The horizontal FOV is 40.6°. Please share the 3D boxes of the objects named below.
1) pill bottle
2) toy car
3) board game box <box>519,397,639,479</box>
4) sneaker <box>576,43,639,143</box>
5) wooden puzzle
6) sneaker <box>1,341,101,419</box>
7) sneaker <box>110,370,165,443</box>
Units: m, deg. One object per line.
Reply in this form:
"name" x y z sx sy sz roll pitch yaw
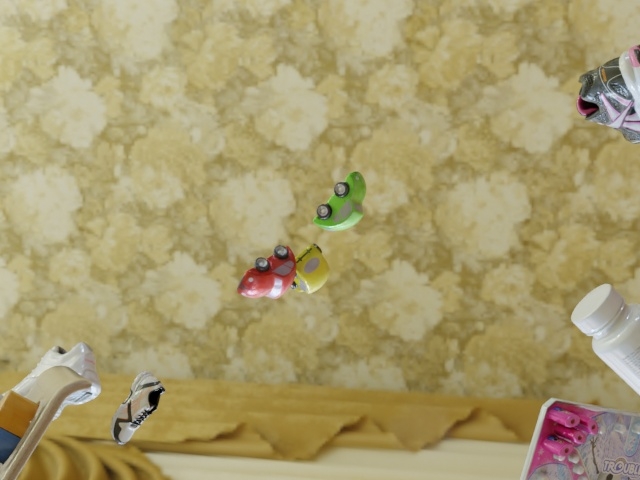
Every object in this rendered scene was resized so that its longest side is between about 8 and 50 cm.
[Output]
"pill bottle" 0.605 0.197 1.678 0.131 0.229 0.131 -47 3 3
"toy car" 0.000 0.000 1.260 0.225 0.053 0.239 -52 -16 12
"board game box" 0.441 0.454 1.312 0.050 0.390 0.389 20 95 61
"sneaker" 0.314 -0.151 0.927 0.178 0.077 0.072 38 -138 -60
"wooden puzzle" -0.475 0.317 1.225 0.347 0.080 0.322 -56 15 -16
"sneaker" -0.484 0.251 1.547 0.090 0.232 0.115 44 -150 -48
"sneaker" -0.257 0.240 1.218 0.040 0.044 0.109 27 -91 -56
